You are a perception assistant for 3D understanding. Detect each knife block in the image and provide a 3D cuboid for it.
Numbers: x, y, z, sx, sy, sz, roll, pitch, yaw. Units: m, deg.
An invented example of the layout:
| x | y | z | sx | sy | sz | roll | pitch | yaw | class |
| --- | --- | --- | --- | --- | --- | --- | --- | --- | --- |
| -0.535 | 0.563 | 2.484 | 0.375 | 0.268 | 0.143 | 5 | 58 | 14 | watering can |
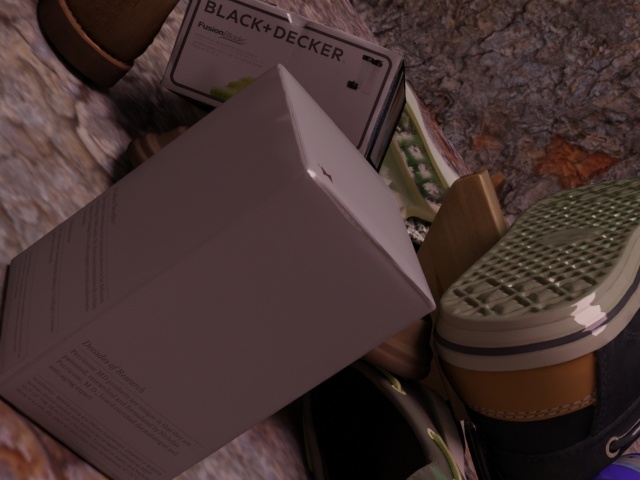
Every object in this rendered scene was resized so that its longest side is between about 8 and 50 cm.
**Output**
| x | y | z | sx | sy | sz | roll | pitch | yaw | class |
| --- | --- | --- | --- | --- | --- | --- | --- | --- | --- |
| 0.179 | 0.102 | 1.035 | 0.242 | 0.275 | 0.088 | 27 | 11 | 7 | knife block |

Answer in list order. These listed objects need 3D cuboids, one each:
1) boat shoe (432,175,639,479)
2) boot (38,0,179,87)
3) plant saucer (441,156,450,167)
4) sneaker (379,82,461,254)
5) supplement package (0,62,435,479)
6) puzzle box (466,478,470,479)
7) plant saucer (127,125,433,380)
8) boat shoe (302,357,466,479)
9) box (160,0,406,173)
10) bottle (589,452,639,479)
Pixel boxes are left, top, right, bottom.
| x | y | z | sx | sy | sz | roll | pitch | yaw | class |
| --- | --- | --- | --- | --- | --- | --- | --- | --- | --- |
| 0.250 | 0.047 | 0.931 | 0.500 | 0.187 | 0.156 | -31 | 111 | -53 | boat shoe |
| -0.170 | -0.249 | 0.912 | 0.112 | 0.115 | 0.305 | 37 | 20 | -40 | boot |
| 0.192 | -0.015 | 1.653 | 0.332 | 0.084 | 0.332 | 51 | 15 | -20 | plant saucer |
| 0.063 | -0.053 | 1.224 | 0.410 | 0.158 | 0.182 | 44 | 35 | -24 | sneaker |
| -0.053 | 0.021 | 0.536 | 0.105 | 0.179 | 0.105 | 47 | 17 | -32 | supplement package |
| 0.238 | 0.353 | 0.776 | 0.409 | 0.052 | 0.272 | 53 | -14 | -8 | puzzle box |
| -0.020 | 0.001 | 0.816 | 0.278 | 0.041 | 0.278 | 38 | 6 | -4 | plant saucer |
| 0.055 | 0.181 | 0.689 | 0.091 | 0.109 | 0.305 | 35 | 17 | -28 | boat shoe |
| -0.018 | -0.126 | 0.943 | 0.169 | 0.087 | 0.290 | 21 | 2 | 3 | box |
| 0.270 | 0.227 | 0.885 | 0.118 | 0.092 | 0.283 | 34 | 8 | 25 | bottle |
